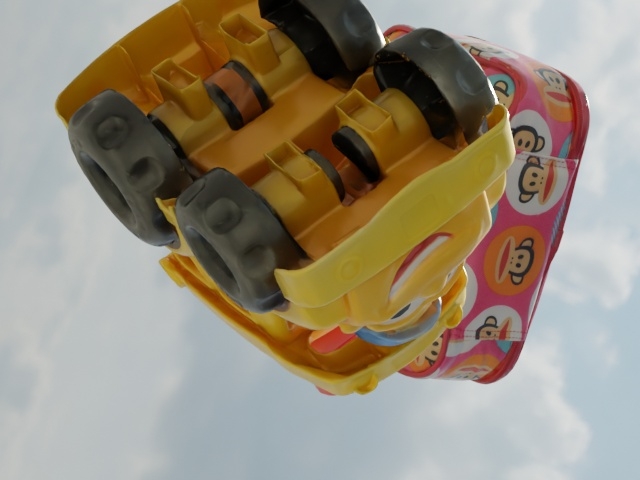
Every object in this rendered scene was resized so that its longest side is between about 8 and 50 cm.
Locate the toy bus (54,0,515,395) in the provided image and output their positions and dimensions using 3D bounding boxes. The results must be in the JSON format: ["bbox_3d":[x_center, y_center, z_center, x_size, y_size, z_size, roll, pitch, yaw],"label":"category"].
[{"bbox_3d":[0.000,0.000,0.875,0.149,0.211,0.220,-35,-140,-18],"label":"toy bus"}]

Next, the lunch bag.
[{"bbox_3d":[0.094,-0.038,1.597,0.258,0.120,0.293,31,-71,50],"label":"lunch bag"}]
